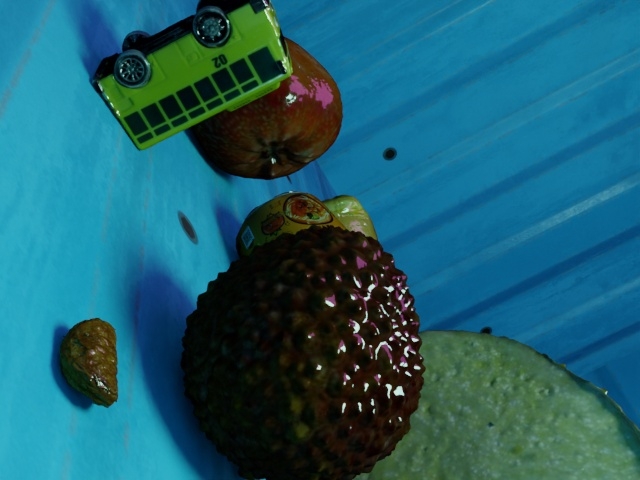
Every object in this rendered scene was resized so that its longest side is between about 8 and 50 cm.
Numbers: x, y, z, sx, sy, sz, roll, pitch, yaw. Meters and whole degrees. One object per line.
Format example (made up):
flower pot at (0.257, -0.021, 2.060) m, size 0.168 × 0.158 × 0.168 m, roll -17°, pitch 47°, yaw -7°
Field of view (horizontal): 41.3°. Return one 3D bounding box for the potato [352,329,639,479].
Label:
potato at (0.217, 0.366, 1.100) m, size 0.442 × 0.385 × 0.319 m, roll 22°, pitch -26°, yaw 37°

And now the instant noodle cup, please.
instant noodle cup at (-0.030, 0.035, 1.372) m, size 0.172 × 0.216 × 0.216 m, roll 57°, pitch 4°, yaw 35°

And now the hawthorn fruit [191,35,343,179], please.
hawthorn fruit at (-0.117, -0.253, 1.549) m, size 0.299 × 0.275 × 0.275 m, roll 50°, pitch 1°, yaw 29°

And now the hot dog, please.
hot dog at (-0.191, 0.103, 0.714) m, size 0.058 × 0.035 × 0.083 m, roll 55°, pitch 11°, yaw -39°

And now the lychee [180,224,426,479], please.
lychee at (-0.021, 0.127, 0.923) m, size 0.276 × 0.304 × 0.276 m, roll 28°, pitch 7°, yaw -4°

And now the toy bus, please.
toy bus at (-0.168, -0.246, 1.188) m, size 0.128 × 0.262 × 0.150 m, roll -101°, pitch 164°, yaw -62°

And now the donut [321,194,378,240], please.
donut at (0.013, 0.029, 1.603) m, size 0.261 × 0.209 × 0.128 m, roll 55°, pitch 18°, yaw -60°
